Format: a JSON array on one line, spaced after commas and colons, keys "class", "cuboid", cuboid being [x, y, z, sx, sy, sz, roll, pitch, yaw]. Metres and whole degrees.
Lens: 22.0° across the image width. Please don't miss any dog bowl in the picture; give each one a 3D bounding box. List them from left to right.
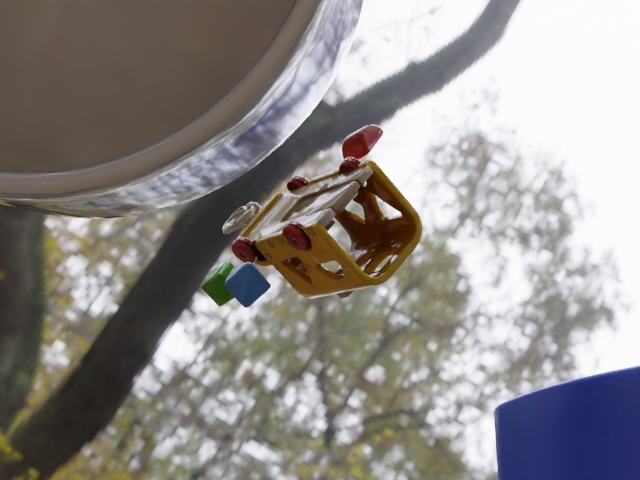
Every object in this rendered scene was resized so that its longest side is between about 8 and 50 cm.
[{"class": "dog bowl", "cuboid": [-0.111, -0.143, 0.735, 0.265, 0.265, 0.104, 22, -2, 11]}]

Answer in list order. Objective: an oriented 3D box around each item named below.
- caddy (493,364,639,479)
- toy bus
[{"class": "caddy", "cuboid": [0.259, 0.167, 0.974, 0.341, 0.179, 0.241, -13, -17, 14]}, {"class": "toy bus", "cuboid": [0.003, 0.002, 1.495, 0.191, 0.202, 0.104, -36, -75, 18]}]
